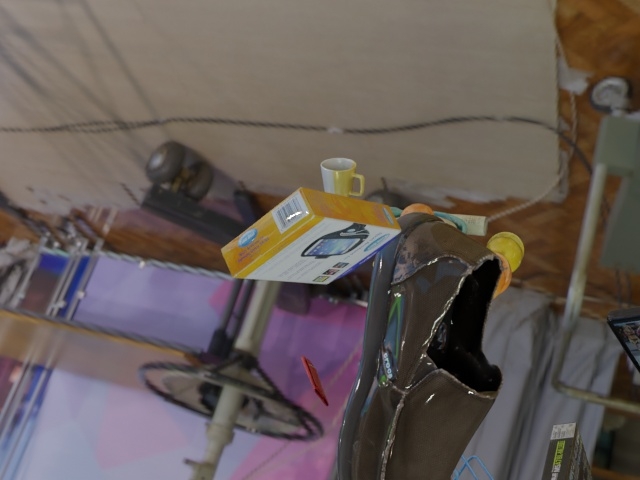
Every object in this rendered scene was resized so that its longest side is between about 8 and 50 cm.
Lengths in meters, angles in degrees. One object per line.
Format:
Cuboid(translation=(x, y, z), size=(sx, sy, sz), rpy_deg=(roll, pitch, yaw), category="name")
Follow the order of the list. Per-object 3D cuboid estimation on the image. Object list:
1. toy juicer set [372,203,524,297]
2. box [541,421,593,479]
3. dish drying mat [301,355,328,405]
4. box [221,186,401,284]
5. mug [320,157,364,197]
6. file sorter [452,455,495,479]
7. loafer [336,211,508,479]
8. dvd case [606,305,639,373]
Cuboid(translation=(0.175, -0.011, 1.331), size=(0.209, 0.329, 0.089), rpy_deg=(-3, 112, 3), category="toy juicer set")
Cuboid(translation=(0.378, 0.395, 1.405), size=(0.045, 0.190, 0.184), rpy_deg=(-11, 103, 23), category="box")
Cuboid(translation=(-0.006, 0.174, 1.182), size=(0.032, 0.008, 0.083), rpy_deg=(55, -178, -25), category="dish drying mat")
Cuboid(translation=(0.000, 0.000, 0.700), size=(0.081, 0.028, 0.136), rpy_deg=(-36, 159, 26), category="box")
Cuboid(translation=(0.034, -0.101, 1.650), size=(0.062, 0.064, 0.078), rpy_deg=(-10, -152, -20), category="mug")
Cuboid(translation=(0.152, 0.344, 1.337), size=(0.170, 0.104, 0.118), rpy_deg=(27, -167, -23), category="file sorter")
Cuboid(translation=(0.110, 0.158, 0.965), size=(0.134, 0.366, 0.130), rpy_deg=(-4, -169, -44), category="loafer")
Cuboid(translation=(0.502, 0.163, 1.218), size=(0.180, 0.022, 0.253), rpy_deg=(-13, 130, 38), category="dvd case")
